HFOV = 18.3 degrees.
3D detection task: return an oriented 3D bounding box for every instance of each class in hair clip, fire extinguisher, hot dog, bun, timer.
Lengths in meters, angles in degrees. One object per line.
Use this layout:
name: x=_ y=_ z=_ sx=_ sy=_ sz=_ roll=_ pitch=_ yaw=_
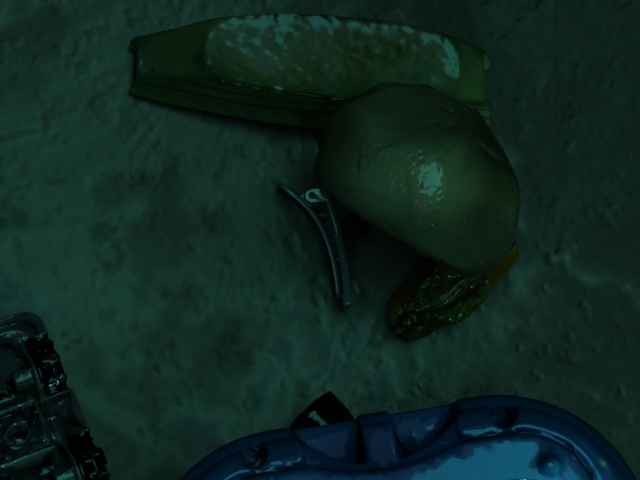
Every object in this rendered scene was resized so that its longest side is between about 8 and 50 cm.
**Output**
hair clip: x=0.000 y=0.000 z=1.524 sx=0.039 sy=0.030 sz=0.115 roll=-17 pitch=79 yaw=4
fire extinguisher: x=0.051 y=0.191 z=1.483 sx=0.177 sy=0.050 sz=0.062 roll=47 pitch=34 yaw=-1
hot dog: x=0.104 y=0.031 z=1.532 sx=0.133 sy=0.041 sz=0.056 roll=-42 pitch=89 yaw=-17
bun: x=0.076 y=-0.055 z=1.463 sx=0.173 sy=0.166 sz=0.113 roll=36 pitch=94 yaw=39
timer: x=0.058 y=0.263 z=1.281 sx=0.340 sy=0.115 sz=0.309 roll=-9 pitch=72 yaw=-3

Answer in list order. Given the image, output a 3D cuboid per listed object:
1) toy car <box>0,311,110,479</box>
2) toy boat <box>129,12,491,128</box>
toy car: x=-0.215 y=0.149 z=1.413 sx=0.097 sy=0.100 sz=0.191 roll=-20 pitch=63 yaw=-15
toy boat: x=0.000 y=-0.132 z=1.538 sx=0.293 sy=0.055 sz=0.093 roll=3 pitch=75 yaw=-12
